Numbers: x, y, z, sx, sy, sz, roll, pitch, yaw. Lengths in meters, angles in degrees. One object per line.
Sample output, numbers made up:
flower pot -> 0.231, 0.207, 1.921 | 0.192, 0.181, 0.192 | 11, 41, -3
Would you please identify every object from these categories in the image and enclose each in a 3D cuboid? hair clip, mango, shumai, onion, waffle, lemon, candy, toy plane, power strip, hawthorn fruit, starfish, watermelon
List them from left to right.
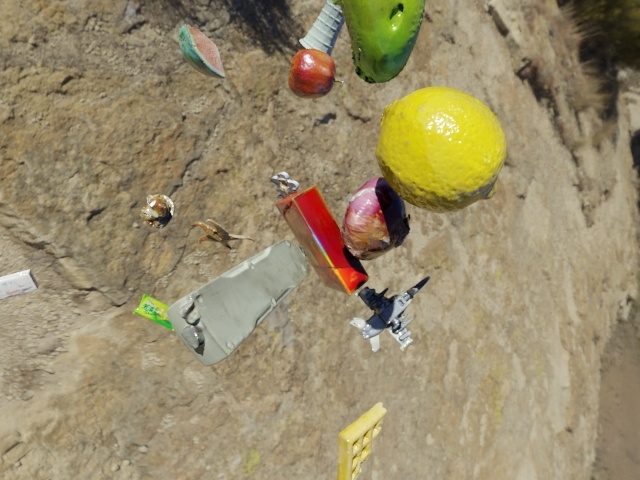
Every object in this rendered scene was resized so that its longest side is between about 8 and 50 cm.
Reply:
shumai -> -0.652, -0.131, 1.615 | 0.145, 0.116, 0.146 | 0, 73, -2
candy -> -0.621, 0.279, 1.587 | 0.178, 0.032, 0.102 | 30, 33, -13
watermelon -> -0.466, -0.706, 1.604 | 0.231, 0.128, 0.146 | 20, 40, -60
starfish -> -0.365, -0.016, 1.537 | 0.237, 0.213, 0.057 | 12, 65, -7
power strip -> -0.089, 0.062, 0.549 | 0.080, 0.048, 0.286 | 59, 27, -5
hair clip -> -0.150, -0.208, 1.889 | 0.257, 0.146, 0.075 | 68, 35, -55
hawthorn fruit -> -0.015, -0.601, 1.487 | 0.200, 0.179, 0.179 | 7, 73, -7
waffle -> 0.078, 0.420, 0.793 | 0.125, 0.032, 0.191 | -22, 122, -41
mango -> 0.069, -0.275, 0.468 | 0.100, 0.119, 0.179 | -8, 102, -7
onion -> 0.164, -0.050, 1.078 | 0.229, 0.163, 0.230 | -20, 118, -43
toy plane -> 0.207, 0.174, 1.101 | 0.262, 0.088, 0.192 | -39, 80, -10
lemon -> 0.250, -0.198, 0.885 | 0.310, 0.254, 0.253 | 46, 44, 13

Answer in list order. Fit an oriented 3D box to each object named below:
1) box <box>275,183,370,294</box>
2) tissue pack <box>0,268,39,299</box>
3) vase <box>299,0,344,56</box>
box -> 0.000, -0.001, 1.202 | 0.089, 0.197, 0.313 | -35, 102, -17
tissue pack -> -0.756, 0.111, 0.996 | 0.108, 0.023, 0.056 | -17, 126, -21
vase -> 0.052, -0.854, 1.545 | 0.143, 0.299, 0.143 | 25, 32, -17
